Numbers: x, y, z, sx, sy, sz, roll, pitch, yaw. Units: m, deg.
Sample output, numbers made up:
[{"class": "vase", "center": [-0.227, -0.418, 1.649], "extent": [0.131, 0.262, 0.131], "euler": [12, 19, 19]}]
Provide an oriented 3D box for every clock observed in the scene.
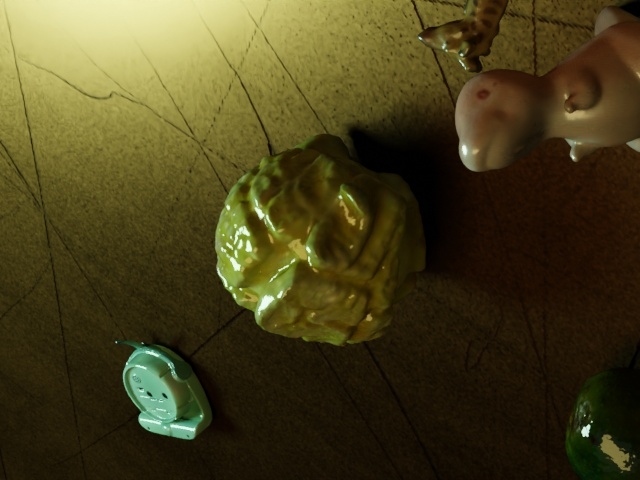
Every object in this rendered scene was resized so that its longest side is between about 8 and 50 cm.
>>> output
[{"class": "clock", "center": [-0.186, 0.163, 1.787], "extent": [0.101, 0.041, 0.135], "euler": [3, 124, 43]}]

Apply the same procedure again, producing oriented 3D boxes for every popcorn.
[{"class": "popcorn", "center": [0.000, -0.001, 1.366], "extent": [0.185, 0.187, 0.167], "euler": [38, 107, 27]}]

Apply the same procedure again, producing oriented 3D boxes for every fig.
[{"class": "fig", "center": [0.291, 0.176, 1.295], "extent": [0.177, 0.117, 0.117], "euler": [23, 137, 14]}]

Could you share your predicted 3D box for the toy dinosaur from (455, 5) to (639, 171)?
[{"class": "toy dinosaur", "center": [0.195, -0.099, 1.078], "extent": [0.177, 0.194, 0.152], "euler": [14, 150, 16]}]

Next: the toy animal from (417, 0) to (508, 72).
[{"class": "toy animal", "center": [0.120, -0.254, 1.042], "extent": [0.149, 0.054, 0.275], "euler": [-6, 97, 23]}]
